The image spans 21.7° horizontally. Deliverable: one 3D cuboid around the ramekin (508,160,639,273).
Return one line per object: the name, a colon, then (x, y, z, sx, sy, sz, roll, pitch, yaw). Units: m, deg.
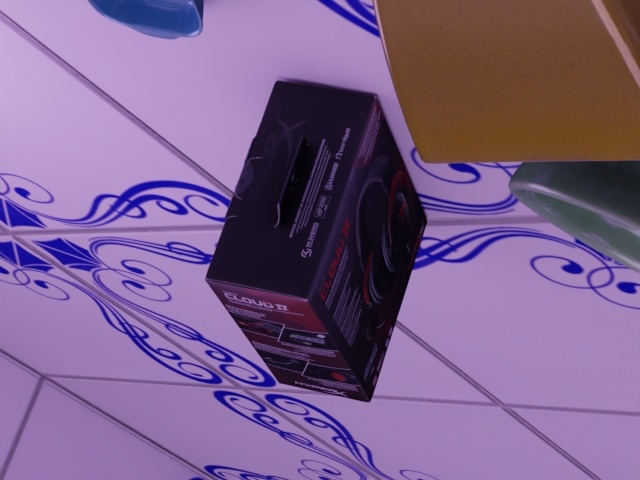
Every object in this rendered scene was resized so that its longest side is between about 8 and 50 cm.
ramekin: (0.308, -0.038, 1.249, 0.303, 0.148, 0.303, 27, 179, 1)

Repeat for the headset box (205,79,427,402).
headset box: (0.000, 0.000, 1.623, 0.110, 0.218, 0.293, 10, 157, 20)

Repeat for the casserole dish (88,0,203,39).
casserole dish: (-0.159, -0.237, 1.435, 0.114, 0.037, 0.188, 13, 157, 17)

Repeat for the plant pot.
plant pot: (0.147, -0.191, 1.073, 0.212, 0.212, 0.187, 1, 139, 40)
